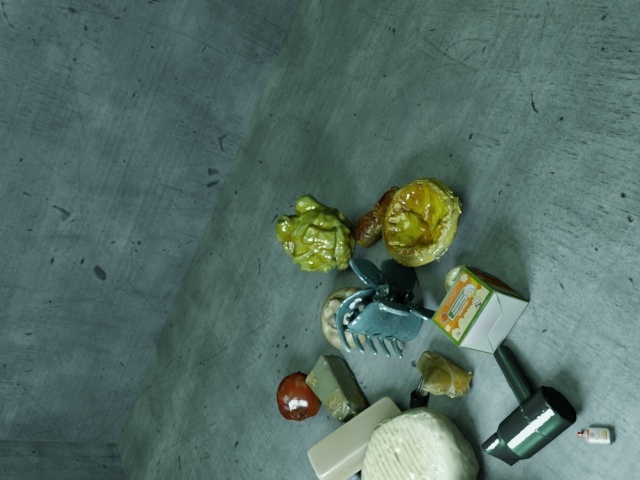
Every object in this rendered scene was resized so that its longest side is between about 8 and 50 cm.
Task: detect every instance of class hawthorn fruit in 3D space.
[{"bbox_3d":[-0.085,0.611,2.208,0.185,0.185,0.202,-47,29,32],"label":"hawthorn fruit"}]

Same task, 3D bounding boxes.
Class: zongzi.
[{"bbox_3d":[0.336,0.407,1.695,0.194,0.197,0.099,27,108,57],"label":"zongzi"}]

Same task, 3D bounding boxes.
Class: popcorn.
[{"bbox_3d":[-0.003,-0.004,2.206,0.279,0.335,0.274,21,78,25],"label":"popcorn"}]

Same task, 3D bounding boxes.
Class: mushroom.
[{"bbox_3d":[0.095,0.291,2.083,0.254,0.184,0.255,-10,74,37],"label":"mushroom"}]

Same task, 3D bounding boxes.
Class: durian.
[{"bbox_3d":[0.451,0.148,1.753,0.110,0.071,0.140,-3,61,48],"label":"durian"}]

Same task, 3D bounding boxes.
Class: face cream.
[{"bbox_3d":[0.675,0.480,1.362,0.083,0.021,0.040,-19,60,49],"label":"face cream"}]

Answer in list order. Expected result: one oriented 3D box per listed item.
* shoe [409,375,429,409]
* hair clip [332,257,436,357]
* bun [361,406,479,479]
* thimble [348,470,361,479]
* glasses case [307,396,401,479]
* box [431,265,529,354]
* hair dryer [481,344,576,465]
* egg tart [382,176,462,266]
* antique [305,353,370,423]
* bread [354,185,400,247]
[{"bbox_3d":[0.318,0.506,1.805,0.062,0.053,0.160,15,86,51],"label":"shoe"},{"bbox_3d":[0.215,0.239,1.834,0.238,0.318,0.392,-59,40,23],"label":"hair clip"},{"bbox_3d":[0.293,0.681,1.632,0.359,0.211,0.360,-16,63,34],"label":"bun"},{"bbox_3d":[0.119,0.856,1.830,0.236,0.172,0.205,18,88,52],"label":"thimble"},{"bbox_3d":[0.127,0.657,1.811,0.336,0.076,0.144,-32,26,-5],"label":"glasses case"},{"bbox_3d":[0.463,0.205,1.622,0.195,0.177,0.148,-62,36,15],"label":"box"},{"bbox_3d":[0.525,0.441,1.528,0.244,0.116,0.302,-52,29,26],"label":"hair dryer"},{"bbox_3d":[0.355,-0.058,1.911,0.341,0.132,0.342,-24,59,47],"label":"egg tart"},{"bbox_3d":[0.070,0.565,2.046,0.150,0.125,0.284,-62,37,16],"label":"antique"},{"bbox_3d":[0.230,-0.093,2.143,0.271,0.077,0.139,-44,42,38],"label":"bread"}]
